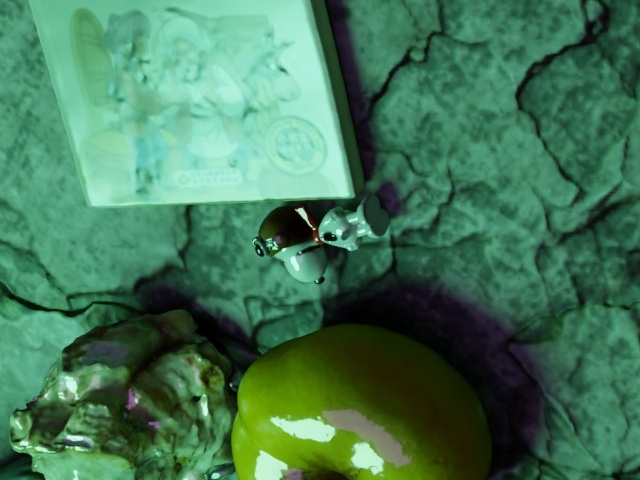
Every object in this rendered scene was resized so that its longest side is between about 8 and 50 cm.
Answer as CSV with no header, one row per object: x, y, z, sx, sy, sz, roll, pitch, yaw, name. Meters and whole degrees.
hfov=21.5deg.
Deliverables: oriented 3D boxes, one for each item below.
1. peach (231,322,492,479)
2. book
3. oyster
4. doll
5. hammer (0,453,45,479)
0.022,0.137,1.085,0.179,0.103,0.179,10,118,18,peach
-0.091,-0.146,1.040,0.202,0.027,0.264,-1,114,28,book
-0.130,0.142,1.134,0.163,0.081,0.191,10,104,-13,oyster
-0.002,-0.005,1.062,0.058,0.040,0.085,40,131,-13,doll
-0.167,0.315,1.274,0.206,0.119,0.335,-27,107,34,hammer
